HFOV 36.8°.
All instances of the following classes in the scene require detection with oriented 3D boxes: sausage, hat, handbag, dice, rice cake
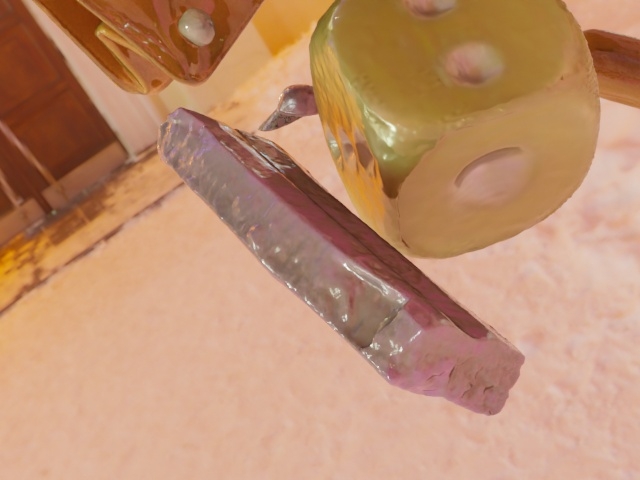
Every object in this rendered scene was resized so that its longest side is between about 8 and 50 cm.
[{"bbox_3d":[0.568,-0.263,1.591,0.328,0.112,0.112,17,33,6],"label":"sausage"},{"bbox_3d":[-0.039,-0.157,1.126,0.087,0.042,0.058,-15,10,25],"label":"hat"},{"bbox_3d":[-0.142,-0.374,0.995,0.401,0.283,0.133,-56,27,-16],"label":"handbag"},{"bbox_3d":[0.095,-0.100,0.724,0.169,0.166,0.169,-19,55,-9],"label":"dice"},{"bbox_3d":[0.000,0.000,0.627,0.298,0.106,0.050,43,107,40],"label":"rice cake"}]
